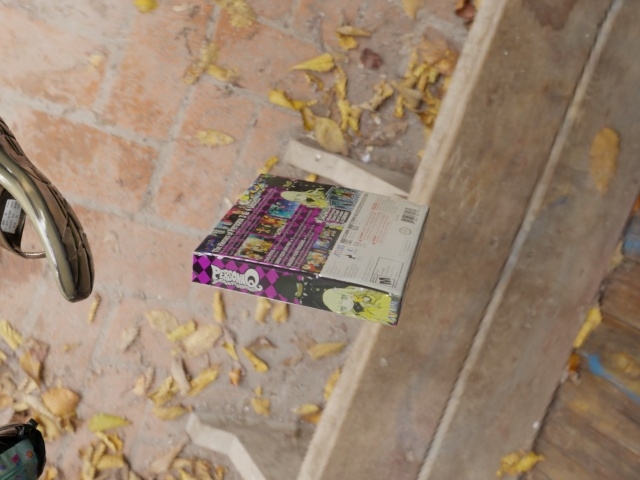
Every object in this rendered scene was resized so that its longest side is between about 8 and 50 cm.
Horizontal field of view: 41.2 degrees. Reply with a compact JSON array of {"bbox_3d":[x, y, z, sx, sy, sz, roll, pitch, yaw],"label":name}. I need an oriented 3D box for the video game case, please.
[{"bbox_3d":[0.000,0.000,0.914,0.210,0.232,0.042,12,116,8],"label":"video game case"}]

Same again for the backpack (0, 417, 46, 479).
[{"bbox_3d":[-0.438,0.308,1.058,0.151,0.182,0.115,-23,94,16],"label":"backpack"}]

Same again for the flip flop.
[{"bbox_3d":[-0.325,-0.046,0.871,0.080,0.112,0.277,-38,88,-3],"label":"flip flop"}]
